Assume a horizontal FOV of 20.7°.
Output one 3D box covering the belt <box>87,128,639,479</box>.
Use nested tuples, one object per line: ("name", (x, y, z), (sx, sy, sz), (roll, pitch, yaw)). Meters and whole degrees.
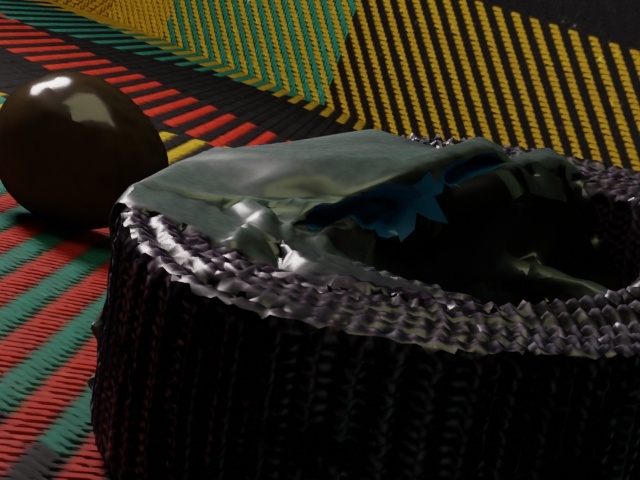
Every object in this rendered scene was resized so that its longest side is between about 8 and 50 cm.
("belt", (0.057, 0.035, 0.692), (0.260, 0.122, 0.324), (23, 23, 37))

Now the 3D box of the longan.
("longan", (-0.143, -0.053, 1.060), (0.113, 0.092, 0.113), (21, -5, 2))

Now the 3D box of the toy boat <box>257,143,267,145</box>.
("toy boat", (0.000, 0.000, 1.029), (0.110, 0.091, 0.175), (-3, 21, -23))
